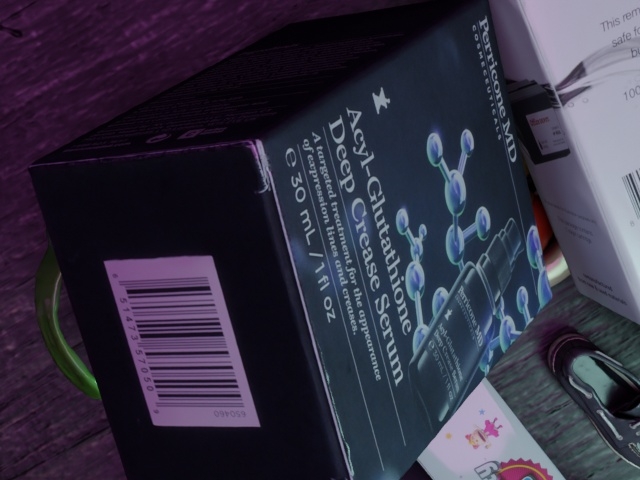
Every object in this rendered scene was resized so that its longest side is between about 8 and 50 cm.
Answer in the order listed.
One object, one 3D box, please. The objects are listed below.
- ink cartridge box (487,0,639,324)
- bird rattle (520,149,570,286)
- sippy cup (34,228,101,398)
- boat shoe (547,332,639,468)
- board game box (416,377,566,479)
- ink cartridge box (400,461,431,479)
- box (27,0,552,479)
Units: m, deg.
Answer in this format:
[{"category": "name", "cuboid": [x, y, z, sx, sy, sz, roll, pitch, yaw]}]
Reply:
[{"category": "ink cartridge box", "cuboid": [0.312, -0.168, 1.335, 0.285, 0.166, 0.394, -27, 106, -9]}, {"category": "bird rattle", "cuboid": [0.216, -0.039, 1.509, 0.253, 0.143, 0.207, 33, 104, -20]}, {"category": "sippy cup", "cuboid": [-0.107, 0.025, 1.423, 0.306, 0.240, 0.224, -26, 108, 7]}, {"category": "boat shoe", "cuboid": [0.318, 0.180, 1.543, 0.206, 0.065, 0.075, 44, 90, -8]}, {"category": "board game box", "cuboid": [0.151, 0.206, 1.411, 0.097, 0.303, 0.224, -38, 98, 1]}, {"category": "ink cartridge box", "cuboid": [-0.012, 0.372, 1.501, 0.226, 0.131, 0.306, 6, 96, -6]}, {"category": "box", "cuboid": [0.000, 0.000, 1.206, 0.212, 0.395, 0.293, -4, 111, 31]}]
